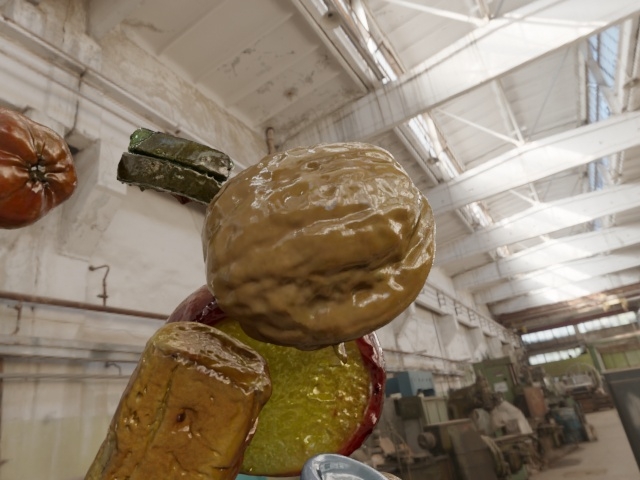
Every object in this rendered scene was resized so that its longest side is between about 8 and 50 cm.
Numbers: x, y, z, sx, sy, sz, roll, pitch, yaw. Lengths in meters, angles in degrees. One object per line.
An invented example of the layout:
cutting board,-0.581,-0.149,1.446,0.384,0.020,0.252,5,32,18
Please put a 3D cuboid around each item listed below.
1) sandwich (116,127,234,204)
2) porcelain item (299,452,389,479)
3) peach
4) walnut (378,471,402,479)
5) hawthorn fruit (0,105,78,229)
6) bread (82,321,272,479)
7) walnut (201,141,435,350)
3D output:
sandwich,-0.255,-0.114,0.772,0.185,0.109,0.160,19,-14,-7
porcelain item,-0.012,0.317,0.346,0.141,0.259,0.141,20,-2,1
peach,-0.089,0.218,0.787,0.406,0.335,0.310,0,6,1
walnut,0.102,0.497,0.716,0.167,0.207,0.167,-15,-26,-7
hawthorn fruit,-0.461,-0.108,0.625,0.189,0.189,0.189,-7,-22,-3
bread,-0.177,0.257,0.521,0.167,0.294,0.132,24,3,-13
walnut,0.000,0.000,0.487,0.257,0.257,0.224,-11,-32,6
